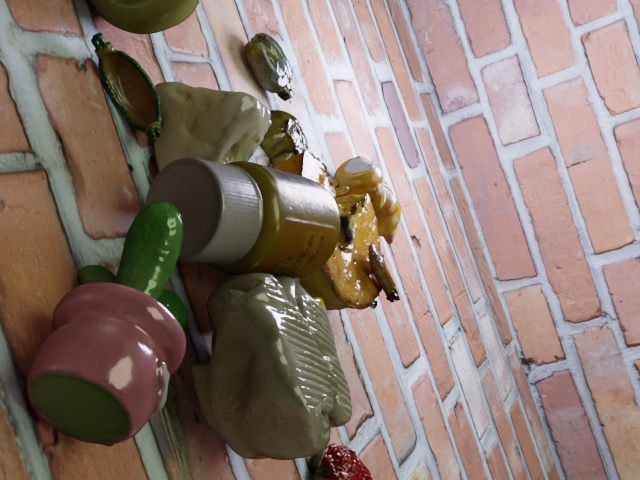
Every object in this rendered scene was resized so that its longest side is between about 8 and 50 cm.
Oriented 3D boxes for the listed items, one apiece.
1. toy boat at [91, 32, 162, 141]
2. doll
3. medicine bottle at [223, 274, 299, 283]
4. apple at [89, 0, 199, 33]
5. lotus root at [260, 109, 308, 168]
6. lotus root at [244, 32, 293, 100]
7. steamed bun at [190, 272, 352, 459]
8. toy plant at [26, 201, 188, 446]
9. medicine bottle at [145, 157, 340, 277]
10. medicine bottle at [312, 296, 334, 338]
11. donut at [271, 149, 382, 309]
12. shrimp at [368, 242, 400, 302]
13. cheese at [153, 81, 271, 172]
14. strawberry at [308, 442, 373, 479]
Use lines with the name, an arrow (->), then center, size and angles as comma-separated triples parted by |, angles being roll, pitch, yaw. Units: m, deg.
toy boat -> -0.372, -0.296, 1.535 | 0.229, 0.089, 0.088 | 59, 7, -7
doll -> 0.143, -0.126, 2.345 | 0.269, 0.162, 0.166 | 46, 5, -32
medicine bottle -> -0.125, 0.099, 1.752 | 0.217, 0.090, 0.090 | -2, 75, -63
apple -> -0.353, -0.549, 1.568 | 0.279, 0.279, 0.279 | 41, 39, -46
lotus root -> -0.082, -0.259, 2.090 | 0.183, 0.078, 0.203 | 46, 37, -39
lotus root -> -0.132, -0.462, 2.111 | 0.192, 0.088, 0.113 | 60, 45, -24
steamed bun -> -0.111, 0.255, 1.497 | 0.342, 0.255, 0.367 | 39, 25, -56
toy plant -> -0.313, 0.151, 1.262 | 0.356, 0.211, 0.317 | -83, 177, -48
medicine bottle -> -0.144, -0.041, 1.547 | 0.384, 0.224, 0.224 | 8, 66, -59
medicine bottle -> -0.025, 0.246, 1.816 | 0.122, 0.122, 0.212 | -8, 81, -63
donut -> 0.000, 0.000, 1.989 | 0.435, 0.164, 0.377 | 39, 42, -51
shrimp -> 0.163, 0.087, 2.052 | 0.099, 0.041, 0.180 | -86, 153, -67
cheese -> -0.262, -0.206, 1.643 | 0.247, 0.251, 0.174 | -68, 161, -1
strawberry -> 0.063, 0.566, 1.804 | 0.228, 0.098, 0.174 | 49, 35, -37
